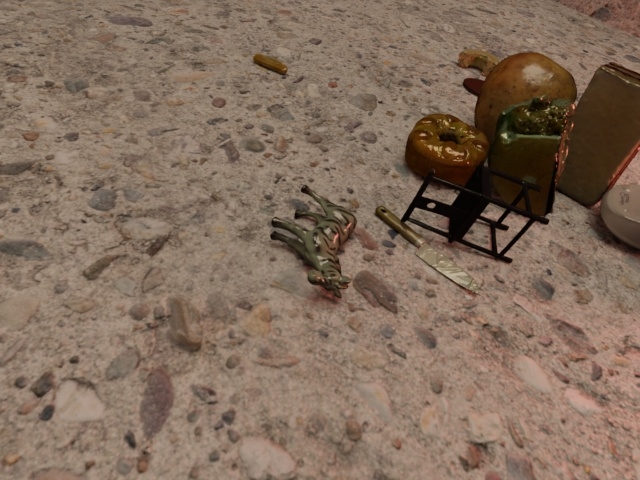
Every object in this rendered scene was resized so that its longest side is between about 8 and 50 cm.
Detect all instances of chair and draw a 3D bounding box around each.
[{"bbox_3d":[0.327,-0.076,0.909,0.260,0.154,0.141,22,44,-1],"label":"chair"}]

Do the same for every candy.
[{"bbox_3d":[0.729,-0.268,1.077,0.135,0.320,0.179,-26,53,-34],"label":"candy"}]

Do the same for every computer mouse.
[{"bbox_3d":[0.834,-0.034,1.006,0.297,0.121,0.184,14,52,23],"label":"computer mouse"}]

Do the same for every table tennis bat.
[{"bbox_3d":[0.614,-0.548,1.540,0.130,0.019,0.220,-9,47,-20],"label":"table tennis bat"}]

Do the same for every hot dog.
[{"bbox_3d":[-0.168,-0.606,1.430,0.137,0.028,0.044,27,72,18],"label":"hot dog"}]

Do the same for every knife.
[{"bbox_3d":[0.223,0.019,0.898,0.047,0.017,0.298,-32,60,-28],"label":"knife"}]

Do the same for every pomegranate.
[{"bbox_3d":[0.582,-0.388,1.200,0.281,0.281,0.281,6,45,-6],"label":"pomegranate"}]

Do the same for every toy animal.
[{"bbox_3d":[-0.018,-0.003,0.828,0.170,0.090,0.255,16,47,-2],"label":"toy animal"}]

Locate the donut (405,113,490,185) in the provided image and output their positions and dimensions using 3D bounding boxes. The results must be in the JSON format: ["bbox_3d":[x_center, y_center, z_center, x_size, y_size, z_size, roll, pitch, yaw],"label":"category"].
[{"bbox_3d":[0.336,-0.243,1.112,0.227,0.114,0.226,6,44,-6],"label":"donut"}]

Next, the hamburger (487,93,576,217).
[{"bbox_3d":[0.517,-0.217,1.043,0.192,0.288,0.168,22,43,38],"label":"hamburger"}]

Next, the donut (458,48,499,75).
[{"bbox_3d":[0.643,-0.721,1.685,0.166,0.065,0.108,28,47,17],"label":"donut"}]
